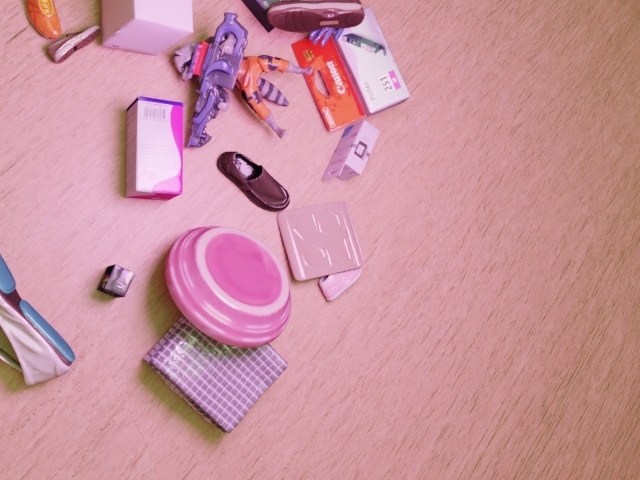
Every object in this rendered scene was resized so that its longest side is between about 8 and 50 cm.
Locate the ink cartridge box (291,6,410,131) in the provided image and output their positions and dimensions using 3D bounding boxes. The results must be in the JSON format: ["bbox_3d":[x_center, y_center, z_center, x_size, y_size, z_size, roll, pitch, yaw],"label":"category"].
[{"bbox_3d":[0.082,-0.470,1.877,0.238,0.060,0.275,-24,90,-10],"label":"ink cartridge box"}]

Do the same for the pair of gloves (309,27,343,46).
[{"bbox_3d":[-0.005,-0.609,1.855,0.159,0.198,0.023,-50,152,-13],"label":"pair of gloves"}]

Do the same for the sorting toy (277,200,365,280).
[{"bbox_3d":[0.000,0.000,1.836,0.208,0.038,0.193,-12,79,-25],"label":"sorting toy"}]

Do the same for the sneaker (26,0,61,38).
[{"bbox_3d":[-0.633,-0.542,1.541,0.064,0.067,0.175,-24,98,-30],"label":"sneaker"}]

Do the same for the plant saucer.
[{"bbox_3d":[-0.199,0.090,1.606,0.332,0.084,0.332,26,38,-23],"label":"plant saucer"}]

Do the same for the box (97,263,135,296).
[{"bbox_3d":[-0.465,0.093,1.553,0.052,0.083,0.062,28,72,-23],"label":"box"}]

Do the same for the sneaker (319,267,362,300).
[{"bbox_3d":[0.052,0.096,1.856,0.134,0.051,0.070,-41,109,-22],"label":"sneaker"}]

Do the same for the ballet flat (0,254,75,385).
[{"bbox_3d":[-0.675,0.137,1.419,0.139,0.139,0.400,-38,104,-27],"label":"ballet flat"}]

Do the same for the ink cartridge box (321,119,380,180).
[{"bbox_3d":[0.083,-0.232,1.881,0.060,0.104,0.180,32,71,-23],"label":"ink cartridge box"}]

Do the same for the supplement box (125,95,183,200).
[{"bbox_3d":[-0.392,-0.212,1.611,0.111,0.114,0.220,4,82,-29],"label":"supplement box"}]

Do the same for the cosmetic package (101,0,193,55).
[{"bbox_3d":[-0.412,-0.644,1.592,0.155,0.196,0.366,-1,86,-40],"label":"cosmetic package"}]

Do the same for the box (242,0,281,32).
[{"bbox_3d":[-0.147,-0.713,1.788,0.184,0.103,0.261,-45,106,-8],"label":"box"}]

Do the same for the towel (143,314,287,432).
[{"bbox_3d":[-0.240,0.293,1.635,0.284,0.121,0.235,47,66,-17],"label":"towel"}]

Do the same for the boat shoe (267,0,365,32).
[{"bbox_3d":[-0.018,-0.601,1.765,0.257,0.095,0.095,-5,69,-20],"label":"boat shoe"}]

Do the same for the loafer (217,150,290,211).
[{"bbox_3d":[-0.163,-0.150,1.749,0.220,0.078,0.080,35,69,-21],"label":"loafer"}]

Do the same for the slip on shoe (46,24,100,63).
[{"bbox_3d":[-0.570,-0.463,1.580,0.041,0.051,0.135,46,71,-4],"label":"slip on shoe"}]

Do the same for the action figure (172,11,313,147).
[{"bbox_3d":[-0.226,-0.380,1.731,0.330,0.178,0.342,24,100,-18],"label":"action figure"}]
